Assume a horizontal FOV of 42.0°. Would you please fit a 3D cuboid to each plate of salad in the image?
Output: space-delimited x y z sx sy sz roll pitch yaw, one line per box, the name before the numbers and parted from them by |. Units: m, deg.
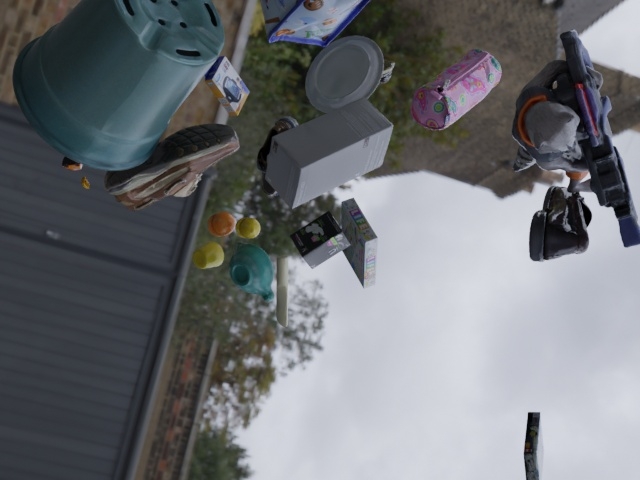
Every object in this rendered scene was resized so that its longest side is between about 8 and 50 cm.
plate of salad | 0.057 -0.376 1.906 0.200 0.048 0.200 -11 -115 25

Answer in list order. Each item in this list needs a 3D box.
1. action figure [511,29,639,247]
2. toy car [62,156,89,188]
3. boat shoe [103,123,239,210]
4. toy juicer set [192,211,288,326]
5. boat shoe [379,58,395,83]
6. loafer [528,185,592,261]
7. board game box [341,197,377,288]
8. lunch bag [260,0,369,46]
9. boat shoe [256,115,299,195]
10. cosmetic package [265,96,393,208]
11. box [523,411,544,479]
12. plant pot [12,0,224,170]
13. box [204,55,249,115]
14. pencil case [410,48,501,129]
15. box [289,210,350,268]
action figure | 0.386 -0.135 1.329 0.330 0.178 0.341 12 63 -70
toy car | -0.640 -0.174 2.184 0.040 0.060 0.122 68 2 -56
boat shoe | -0.324 -0.162 1.880 0.123 0.324 0.116 -97 163 -50
toy juicer set | -0.168 0.046 2.126 0.089 0.329 0.209 -24 141 -54
boat shoe | 0.147 -0.398 1.988 0.152 0.056 0.049 -45 144 -62
loafer | 0.427 -0.025 1.438 0.302 0.095 0.109 -34 124 -62
board game box | 0.072 0.007 1.566 0.154 0.026 0.103 88 -22 -54
lunch bag | -0.011 -0.701 1.992 0.385 0.239 0.328 -29 -107 54
boat shoe | -0.098 -0.166 1.695 0.066 0.066 0.183 -30 143 -46
cosmetic package | 0.016 -0.174 1.641 0.238 0.107 0.127 -31 155 -28
box | 0.411 0.407 1.605 0.137 0.027 0.094 -53 135 -62
plant pot | -0.386 -0.367 1.680 0.334 0.341 0.341 -33 -142 39
box | -0.223 -0.370 1.971 0.028 0.136 0.081 1 -126 31
pencil case | 0.346 -0.385 2.111 0.284 0.124 0.124 -38 170 -38
box | 0.000 0.000 1.459 0.052 0.083 0.062 60 2 29
